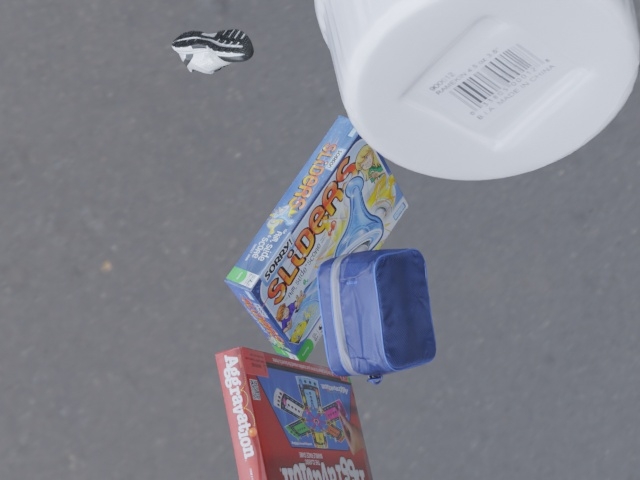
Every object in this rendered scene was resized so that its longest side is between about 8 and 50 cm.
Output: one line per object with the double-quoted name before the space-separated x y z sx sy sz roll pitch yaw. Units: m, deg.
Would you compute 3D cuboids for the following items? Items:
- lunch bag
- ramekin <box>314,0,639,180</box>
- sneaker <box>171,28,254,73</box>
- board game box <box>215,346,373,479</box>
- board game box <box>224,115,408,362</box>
"lunch bag" 0.038 0.056 1.132 0.065 0.067 0.098 -7 89 40
"ramekin" 0.137 -0.176 1.315 0.277 0.135 0.277 -4 142 -3
"sneaker" -0.112 -0.205 1.705 0.109 0.040 0.044 10 137 40
"board game box" -0.013 0.174 1.318 0.027 0.281 0.145 -15 77 16
"board game box" 0.000 0.000 1.484 0.035 0.201 0.136 20 157 35
